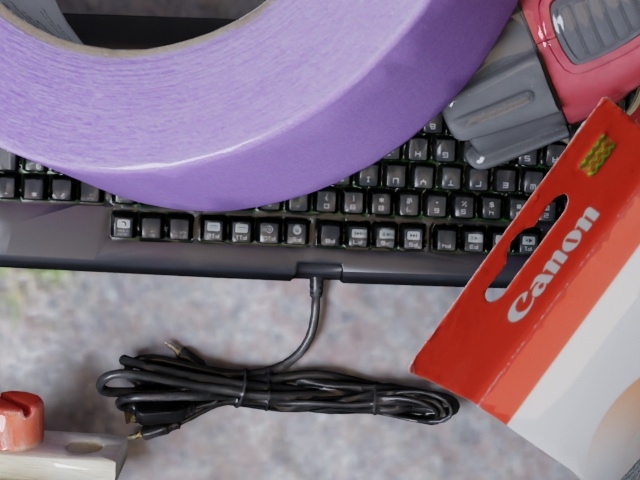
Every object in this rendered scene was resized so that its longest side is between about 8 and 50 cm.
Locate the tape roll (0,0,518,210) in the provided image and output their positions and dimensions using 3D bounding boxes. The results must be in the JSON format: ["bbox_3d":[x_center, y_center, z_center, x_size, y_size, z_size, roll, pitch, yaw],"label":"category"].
[{"bbox_3d":[-0.052,-0.153,0.698,0.275,0.090,0.274,-3,79,18],"label":"tape roll"}]

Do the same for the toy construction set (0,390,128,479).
[{"bbox_3d":[-0.193,0.226,0.777,0.215,0.151,0.327,7,91,20],"label":"toy construction set"}]

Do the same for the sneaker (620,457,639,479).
[{"bbox_3d":[0.075,0.185,0.775,0.112,0.121,0.299,41,112,-3],"label":"sneaker"}]

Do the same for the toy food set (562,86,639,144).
[{"bbox_3d":[0.157,-0.092,0.797,0.078,0.019,0.122,23,84,-3],"label":"toy food set"}]

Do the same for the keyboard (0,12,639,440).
[{"bbox_3d":[0.000,0.000,0.813,0.317,0.033,0.201,2,99,-3],"label":"keyboard"}]

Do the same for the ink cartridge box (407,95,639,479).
[{"bbox_3d":[0.137,0.034,0.769,0.145,0.045,0.179,-54,141,5],"label":"ink cartridge box"}]

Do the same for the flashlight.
[{"bbox_3d":[0.186,-0.129,0.728,0.304,0.103,0.103,-22,61,8],"label":"flashlight"}]
